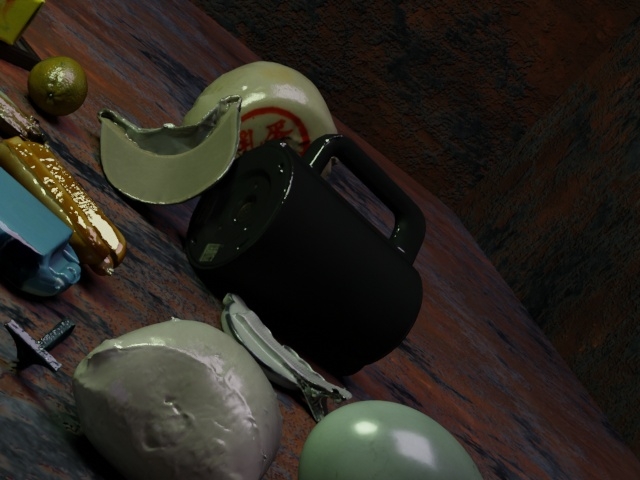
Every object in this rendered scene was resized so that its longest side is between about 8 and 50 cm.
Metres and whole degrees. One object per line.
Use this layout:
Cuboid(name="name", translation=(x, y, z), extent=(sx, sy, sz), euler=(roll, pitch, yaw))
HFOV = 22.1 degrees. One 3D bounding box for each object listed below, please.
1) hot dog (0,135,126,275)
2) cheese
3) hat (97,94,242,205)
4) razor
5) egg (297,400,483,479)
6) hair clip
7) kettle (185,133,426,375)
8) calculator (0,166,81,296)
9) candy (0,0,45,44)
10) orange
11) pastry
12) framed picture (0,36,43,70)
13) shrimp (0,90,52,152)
Cuboid(name="hot dog", translation=(-0.303, -0.036, 1.906), extent=(0.236, 0.062, 0.092), euler=(47, 11, 33))
Cuboid(name="cheese", translation=(-0.124, 0.163, 1.560), extent=(0.198, 0.154, 0.189), euler=(44, 6, 7))
Cuboid(name="hat", translation=(-0.213, -0.111, 2.365), extent=(0.149, 0.214, 0.245), euler=(81, 6, -53))
Cuboid(name="razor", translation=(-0.271, 0.098, 1.611), extent=(0.066, 0.033, 0.190), euler=(43, 6, -2))
Cuboid(name="egg", translation=(0.088, 0.285, 1.766), extent=(0.264, 0.183, 0.183), euler=(46, 9, -21))
Cuboid(name="hair clip", translation=(-0.055, 0.147, 2.132), extent=(0.220, 0.054, 0.140), euler=(42, 15, 9))
Cuboid(name="kettle", translation=(-0.011, 0.008, 2.335), extent=(0.308, 0.203, 0.262), euler=(38, 41, -32))
Cuboid(name="calculator", translation=(-0.372, -0.050, 1.741), extent=(0.293, 0.051, 0.173), euler=(42, 12, -4))
Cuboid(name="candy", translation=(-0.530, -0.397, 2.305), extent=(0.276, 0.088, 0.146), euler=(29, 19, -32))
Cuboid(name="orange", translation=(-0.368, -0.216, 2.297), extent=(0.085, 0.085, 0.095), euler=(40, 14, -14))
Cuboid(name="pastry", translation=(-0.096, -0.157, 2.627), extent=(0.265, 0.265, 0.133), euler=(36, 11, -33))
Cuboid(name="framed picture", translation=(-0.491, -0.322, 2.412), extent=(0.168, 0.023, 0.128), euler=(49, 12, 25))
Cuboid(name="shrimp", translation=(-0.404, -0.168, 2.092), extent=(0.184, 0.043, 0.091), euler=(44, 8, 9))
